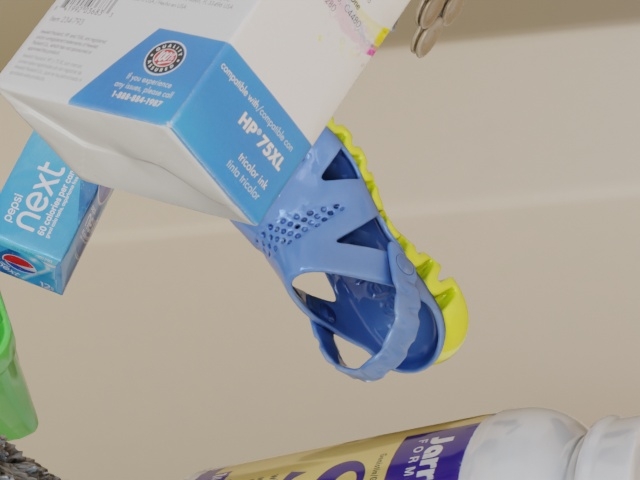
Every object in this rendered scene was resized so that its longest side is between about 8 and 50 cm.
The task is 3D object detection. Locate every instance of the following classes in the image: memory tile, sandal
[{"bbox_3d":[0.115,-0.220,1.481,0.148,0.012,0.113,-51,-18,-25],"label":"memory tile"},{"bbox_3d":[0.000,0.000,1.604,0.317,0.126,0.138,46,-151,-5],"label":"sandal"}]

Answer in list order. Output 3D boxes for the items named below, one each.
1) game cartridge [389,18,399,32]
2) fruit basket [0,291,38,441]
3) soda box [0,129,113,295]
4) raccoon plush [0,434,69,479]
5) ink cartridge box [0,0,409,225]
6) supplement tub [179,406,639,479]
[{"bbox_3d":[0.041,-0.188,1.588,0.017,0.056,0.083,62,-158,-23],"label":"game cartridge"},{"bbox_3d":[-0.434,0.011,1.621,0.392,0.283,0.392,64,-179,-1],"label":"fruit basket"},{"bbox_3d":[-0.200,-0.067,1.549,0.067,0.071,0.210,103,-171,-64],"label":"soda box"},{"bbox_3d":[-0.128,0.219,1.481,0.216,0.446,0.299,14,127,65],"label":"raccoon plush"},{"bbox_3d":[-0.030,-0.129,0.885,0.231,0.134,0.078,-56,-47,-18],"label":"ink cartridge box"},{"bbox_3d":[0.070,0.234,1.157,0.241,0.331,0.241,39,-136,-50],"label":"supplement tub"}]
